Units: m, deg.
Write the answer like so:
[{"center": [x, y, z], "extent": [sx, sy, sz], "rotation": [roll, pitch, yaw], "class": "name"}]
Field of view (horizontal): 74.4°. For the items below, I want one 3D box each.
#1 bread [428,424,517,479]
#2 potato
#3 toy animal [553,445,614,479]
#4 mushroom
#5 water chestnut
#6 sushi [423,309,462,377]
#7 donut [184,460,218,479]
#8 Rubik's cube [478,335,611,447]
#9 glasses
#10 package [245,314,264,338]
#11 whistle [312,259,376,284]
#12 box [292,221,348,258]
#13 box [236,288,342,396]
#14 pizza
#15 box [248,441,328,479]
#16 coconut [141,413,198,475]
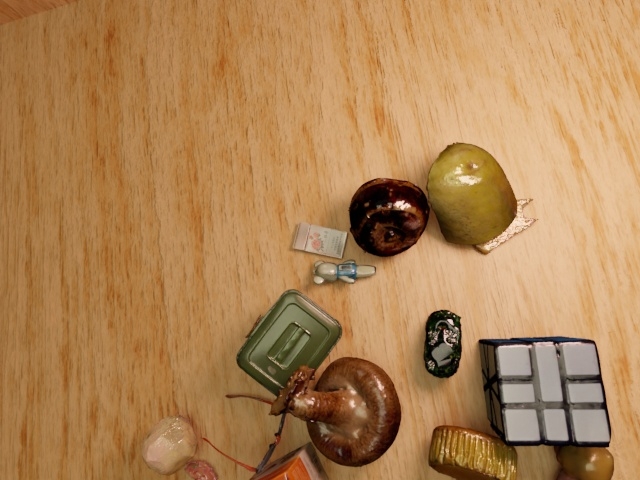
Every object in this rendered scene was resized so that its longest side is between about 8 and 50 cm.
[{"center": [0.467, 0.671, 1.303], "extent": [0.254, 0.227, 0.142], "rotation": [15, 62, 19], "class": "bread"}, {"center": [0.511, -0.178, 1.397], "extent": [0.213, 0.280, 0.330], "rotation": [13, 75, 45], "class": "potato"}, {"center": [0.784, 0.711, 1.259], "extent": [0.196, 0.169, 0.280], "rotation": [15, 73, -29], "class": "toy animal"}, {"center": [0.083, 0.531, 1.352], "extent": [0.334, 0.356, 0.331], "rotation": [30, 73, 32], "class": "mushroom"}, {"center": [0.236, -0.097, 1.491], "extent": [0.300, 0.300, 0.299], "rotation": [-2, 79, 11], "class": "water chestnut"}, {"center": [0.415, 0.347, 1.425], "extent": [0.124, 0.127, 0.224], "rotation": [7, 79, 13], "class": "sushi"}, {"center": [-0.429, 0.882, 1.526], "extent": [0.117, 0.065, 0.165], "rotation": [-21, 77, 8], "class": "donut"}, {"center": [0.657, 0.440, 1.278], "extent": [0.284, 0.288, 0.293], "rotation": [-7, 80, 9], "class": "Rubik's cube"}, {"center": [-0.264, 0.653, 1.472], "extent": [0.269, 0.118, 0.234], "rotation": [16, 51, 12], "class": "glasses"}, {"center": [-0.211, 0.358, 1.600], "extent": [0.121, 0.031, 0.108], "rotation": [32, 87, 16], "class": "package"}, {"center": [0.088, 0.118, 1.567], "extent": [0.236, 0.077, 0.113], "rotation": [-2, 47, 5], "class": "whistle"}, {"center": [0.000, 0.001, 1.629], "extent": [0.199, 0.029, 0.109], "rotation": [12, 82, 13], "class": "box"}, {"center": [-0.109, 0.354, 1.490], "extent": [0.253, 0.178, 0.328], "rotation": [39, 86, -1], "class": "box"}, {"center": [0.641, -0.075, 1.507], "extent": [0.262, 0.034, 0.181], "rotation": [-28, 75, 8], "class": "pizza"}, {"center": [-0.128, 0.796, 1.336], "extent": [0.225, 0.341, 0.143], "rotation": [-31, 74, 5], "class": "box"}, {"center": [-0.547, 0.744, 1.517], "extent": [0.195, 0.194, 0.194], "rotation": [-2, 79, 11], "class": "coconut"}]
